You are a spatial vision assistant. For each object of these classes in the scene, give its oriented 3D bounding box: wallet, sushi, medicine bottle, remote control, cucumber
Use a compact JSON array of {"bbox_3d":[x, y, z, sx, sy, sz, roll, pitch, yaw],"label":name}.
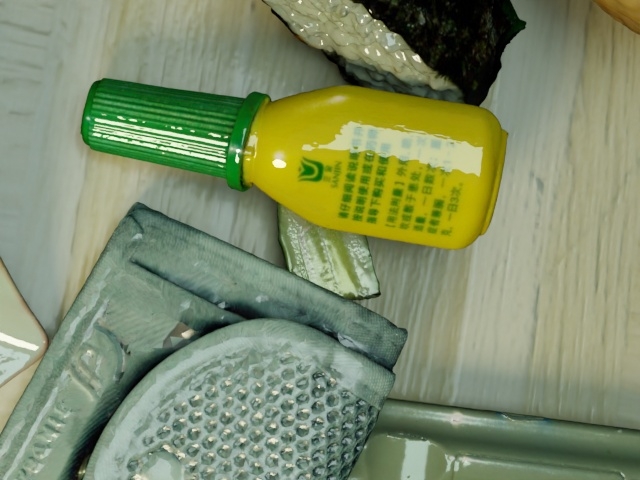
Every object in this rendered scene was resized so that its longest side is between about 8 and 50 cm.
[{"bbox_3d":[-0.110,0.165,0.944,0.237,0.075,0.342,26,80,6],"label":"wallet"},{"bbox_3d":[0.052,-0.186,0.982,0.225,0.124,0.127,37,73,-37],"label":"sushi"},{"bbox_3d":[-0.020,-0.067,0.980,0.308,0.076,0.111,10,109,-2],"label":"medicine bottle"},{"bbox_3d":[0.117,0.194,1.032,0.335,0.065,0.128,8,87,-13],"label":"remote control"},{"bbox_3d":[0.000,0.000,1.027,0.067,0.035,0.107,-14,82,-9],"label":"cucumber"}]

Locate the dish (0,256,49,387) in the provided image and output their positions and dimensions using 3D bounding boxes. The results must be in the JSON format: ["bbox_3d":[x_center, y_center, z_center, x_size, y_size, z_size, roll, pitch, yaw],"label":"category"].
[{"bbox_3d":[-0.278,0.052,0.881,0.077,0.212,0.151,30,64,24],"label":"dish"}]

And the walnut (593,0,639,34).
[{"bbox_3d":[0.320,-0.276,0.981,0.332,0.333,0.333,1,87,-14],"label":"walnut"}]
